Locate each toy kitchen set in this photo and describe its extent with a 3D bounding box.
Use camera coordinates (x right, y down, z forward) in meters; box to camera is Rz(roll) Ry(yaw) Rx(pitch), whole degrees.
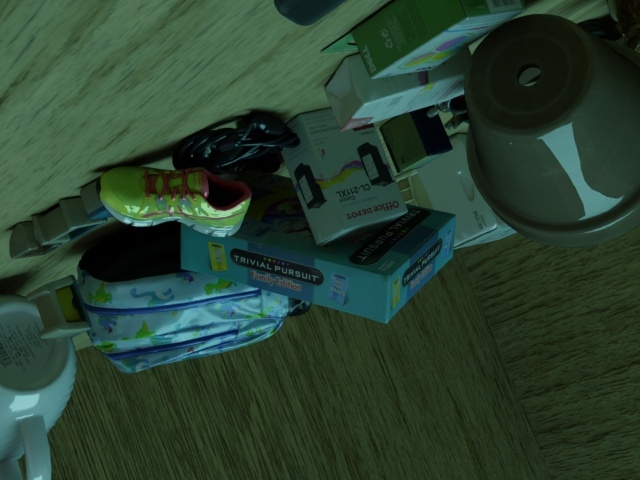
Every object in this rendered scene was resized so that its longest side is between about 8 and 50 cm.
[{"bbox_3d":[-0.298,0.023,1.605,0.207,0.166,0.122,-25,173,31],"label":"toy kitchen set"}]

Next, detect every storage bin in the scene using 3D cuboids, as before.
[{"bbox_3d":[0.171,-0.062,2.649,0.260,0.123,0.262,-22,174,9],"label":"storage bin"}]

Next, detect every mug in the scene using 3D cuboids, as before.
[{"bbox_3d":[-0.550,0.279,2.028,0.276,0.374,0.328,-11,162,-36],"label":"mug"}]

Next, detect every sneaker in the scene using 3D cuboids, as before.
[{"bbox_3d":[-0.183,-0.066,1.511,0.209,0.081,0.094,7,151,-28],"label":"sneaker"}]

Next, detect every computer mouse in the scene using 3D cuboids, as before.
[{"bbox_3d":[-0.159,-0.080,1.756,0.193,0.042,0.106,-25,174,27],"label":"computer mouse"}]

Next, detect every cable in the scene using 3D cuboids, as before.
[{"bbox_3d":[-0.109,-0.121,1.560,0.151,0.047,0.184,-24,174,21],"label":"cable"},{"bbox_3d":[0.278,-0.260,1.755,0.287,0.072,0.139,-36,153,16],"label":"cable"}]

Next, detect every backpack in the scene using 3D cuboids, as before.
[{"bbox_3d":[-0.225,0.075,1.957,0.356,0.273,0.290,0,-159,-27],"label":"backpack"}]

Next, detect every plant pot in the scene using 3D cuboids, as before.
[{"bbox_3d":[0.271,-0.149,1.359,0.263,0.263,0.229,-23,153,18],"label":"plant pot"}]

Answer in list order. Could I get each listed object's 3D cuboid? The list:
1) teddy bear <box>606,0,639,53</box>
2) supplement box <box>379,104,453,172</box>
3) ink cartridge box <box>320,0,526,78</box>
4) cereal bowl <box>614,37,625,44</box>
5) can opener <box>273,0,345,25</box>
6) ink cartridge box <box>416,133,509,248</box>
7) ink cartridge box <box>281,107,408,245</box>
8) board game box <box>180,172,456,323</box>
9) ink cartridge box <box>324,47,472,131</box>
[{"bbox_3d":[0.460,-0.288,1.588,0.338,0.113,0.245,-6,143,-52],"label":"teddy bear"},{"bbox_3d":[0.153,-0.164,1.889,0.056,0.083,0.083,-15,170,-41],"label":"supplement box"},{"bbox_3d":[0.110,-0.229,1.294,0.109,0.062,0.209,-17,173,-44],"label":"ink cartridge box"},{"bbox_3d":[0.459,-0.228,1.892,0.339,0.141,0.339,-30,179,0],"label":"cereal bowl"},{"bbox_3d":[0.049,-0.260,0.887,0.093,0.074,0.280,23,148,-28],"label":"can opener"},{"bbox_3d":[0.323,-0.104,2.397,0.117,0.207,0.283,-26,171,27],"label":"ink cartridge box"},{"bbox_3d":[0.030,-0.095,1.653,0.127,0.175,0.072,-17,172,-38],"label":"ink cartridge box"},{"bbox_3d":[0.000,0.000,1.763,0.336,0.079,0.254,13,-154,23],"label":"board game box"},{"bbox_3d":[0.117,-0.208,1.476,0.198,0.067,0.115,-18,173,-17],"label":"ink cartridge box"}]
